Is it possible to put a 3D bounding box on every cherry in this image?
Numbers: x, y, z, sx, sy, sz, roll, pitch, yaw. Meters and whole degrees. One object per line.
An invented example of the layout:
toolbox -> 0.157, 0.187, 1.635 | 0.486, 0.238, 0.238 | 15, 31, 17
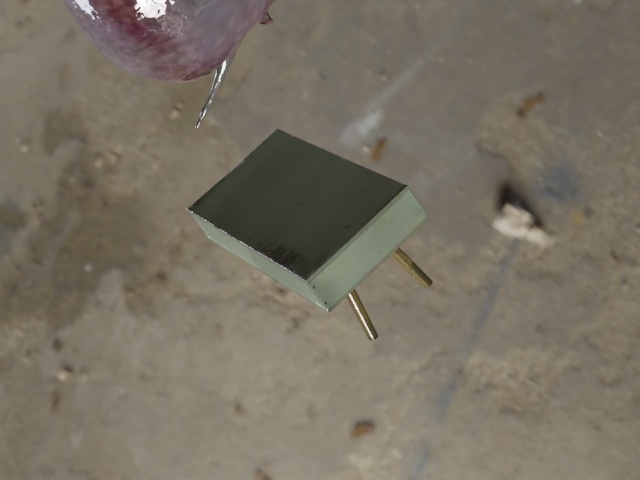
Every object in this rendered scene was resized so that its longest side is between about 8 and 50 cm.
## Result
cherry -> -0.114, -0.237, 1.288 | 0.213, 0.266, 0.184 | -51, 32, -20

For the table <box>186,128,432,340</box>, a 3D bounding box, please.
table -> 0.000, 0.000, 1.468 | 0.121, 0.111, 0.240 | -42, 31, -11
